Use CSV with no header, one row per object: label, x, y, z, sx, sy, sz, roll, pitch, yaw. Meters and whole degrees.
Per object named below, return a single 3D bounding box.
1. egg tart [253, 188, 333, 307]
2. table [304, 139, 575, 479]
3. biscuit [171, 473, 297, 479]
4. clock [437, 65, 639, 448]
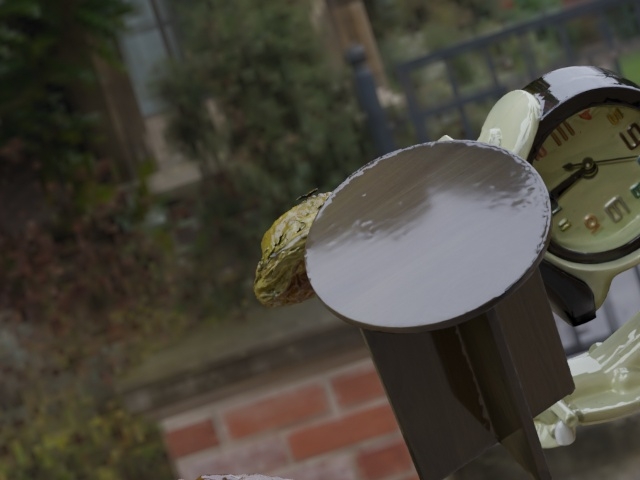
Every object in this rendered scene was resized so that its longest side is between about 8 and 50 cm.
egg tart,0.000,0.000,1.457,0.130,0.052,0.130,-29,-18,-10
table,0.100,0.069,1.325,0.167,0.227,0.167,-12,44,11
biscuit,0.011,0.145,0.864,0.188,0.027,0.188,17,7,-2
clock,0.247,0.031,1.701,0.276,0.379,0.120,-36,24,-1
